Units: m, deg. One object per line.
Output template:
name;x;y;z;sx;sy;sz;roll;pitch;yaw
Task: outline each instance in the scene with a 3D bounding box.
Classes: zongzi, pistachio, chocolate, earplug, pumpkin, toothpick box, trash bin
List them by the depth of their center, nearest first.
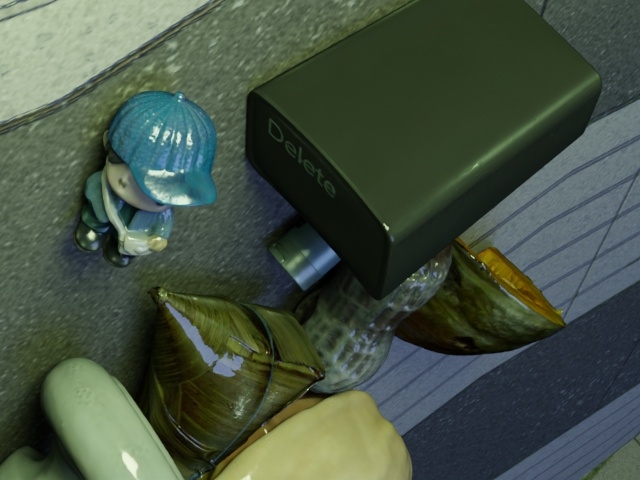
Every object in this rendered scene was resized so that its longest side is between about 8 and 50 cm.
trash bin;0.082;-0.093;1.205;0.225;0.165;0.115;-35;159;-19
earplug;-0.202;0.233;1.324;0.175;0.214;0.325;-21;159;-40
zongzi;-0.137;0.138;1.385;0.221;0.112;0.242;-45;151;15
toothpick box;0.000;0.000;1.406;0.083;0.052;0.052;-41;160;-2
chocolate;0.045;0.062;1.535;0.110;0.110;0.248;-17;152;-47
pistachio;-0.039;0.243;1.640;0.318;0.193;0.213;-9;120;-41
pumpkin;0.161;0.082;1.681;0.148;0.169;0.312;-47;158;12

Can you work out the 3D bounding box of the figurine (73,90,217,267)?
figurine;-0.120;-0.039;1.084;0.149;0.086;0.087;-50;-165;51
